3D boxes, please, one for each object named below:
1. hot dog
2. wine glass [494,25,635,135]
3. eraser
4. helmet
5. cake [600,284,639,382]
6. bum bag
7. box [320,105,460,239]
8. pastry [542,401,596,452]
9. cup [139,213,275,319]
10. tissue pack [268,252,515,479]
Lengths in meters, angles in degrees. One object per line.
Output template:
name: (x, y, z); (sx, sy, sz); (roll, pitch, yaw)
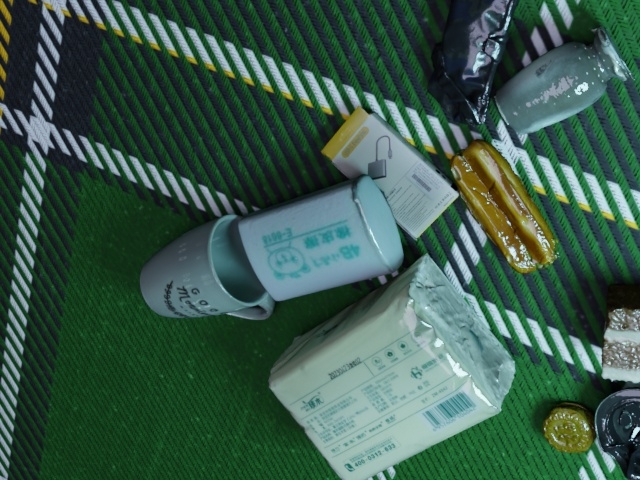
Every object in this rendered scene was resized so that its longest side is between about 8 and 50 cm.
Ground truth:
hot dog: (0.323, -0.056, 1.504); (0.115, 0.072, 0.269); (-28, 99, 27)
wine glass: (0.392, -0.256, 1.376); (0.204, 0.111, 0.111); (-29, 98, 27)
eraser: (0.000, 0.000, 1.619); (0.290, 0.104, 0.189); (-17, 110, 34)
helmet: (0.594, 0.343, 1.539); (0.153, 0.107, 0.177); (-42, 73, 32)
cake: (0.556, 0.162, 1.462); (0.134, 0.135, 0.147); (0, 105, 22)
bum bag: (0.257, -0.347, 1.414); (0.137, 0.074, 0.310); (29, 115, 35)
box: (0.131, -0.128, 1.573); (0.247, 0.033, 0.129); (43, 120, 1)
pastry: (0.478, 0.358, 1.617); (0.097, 0.057, 0.109); (-28, 96, 33)
cup: (-0.217, 0.090, 1.733); (0.234, 0.186, 0.258); (-20, 130, 35)
tissue pack: (0.131, 0.252, 1.623); (0.380, 0.207, 0.297); (-33, 97, 29)
